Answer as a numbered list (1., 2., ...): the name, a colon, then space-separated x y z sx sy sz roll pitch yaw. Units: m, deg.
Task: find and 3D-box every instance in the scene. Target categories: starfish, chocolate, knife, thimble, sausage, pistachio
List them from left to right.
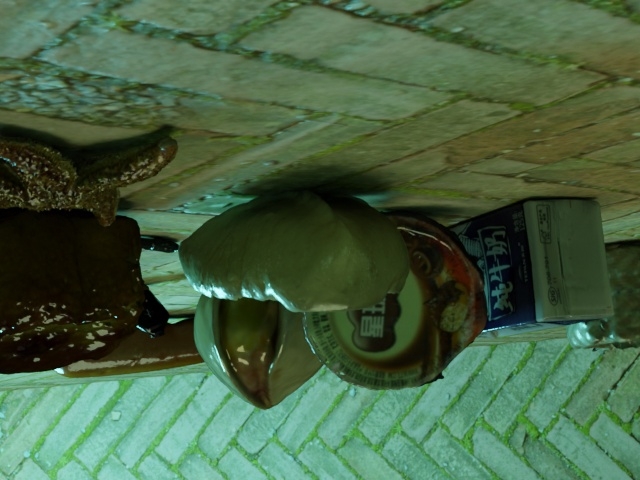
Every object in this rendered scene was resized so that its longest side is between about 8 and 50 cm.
1. starfish: -0.211 -0.048 0.961 0.240 0.043 0.227 -14 168 30
2. knife: -0.231 0.005 1.306 0.045 0.021 0.222 -10 170 41
3. chocolate: -0.281 0.094 1.665 0.147 0.072 0.070 9 167 -36
4. sausage: -0.298 0.178 2.063 0.348 0.094 0.097 -2 174 -22
5. pistachio: -0.077 0.127 1.619 0.187 0.187 0.299 -6 166 4
6. chocolate: 0.075 0.053 1.383 0.221 0.221 0.147 -4 -166 -4
7. thimble: 0.452 0.086 1.774 0.196 0.148 0.229 -9 171 20

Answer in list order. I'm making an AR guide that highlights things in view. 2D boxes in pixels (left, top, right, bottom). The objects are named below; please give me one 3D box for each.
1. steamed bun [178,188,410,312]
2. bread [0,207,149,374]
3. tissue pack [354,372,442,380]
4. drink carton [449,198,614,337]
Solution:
1. steamed bun: -0.001 0.004 1.163 0.231 0.110 0.212 -5 -172 -20
2. bread: -0.276 0.041 1.163 0.232 0.135 0.246 -22 161 19
3. tissue pack: 0.132 0.187 2.216 0.159 0.136 0.246 -7 170 9
4. drink carton: 0.223 0.039 1.410 0.102 0.134 0.222 -3 171 -28
